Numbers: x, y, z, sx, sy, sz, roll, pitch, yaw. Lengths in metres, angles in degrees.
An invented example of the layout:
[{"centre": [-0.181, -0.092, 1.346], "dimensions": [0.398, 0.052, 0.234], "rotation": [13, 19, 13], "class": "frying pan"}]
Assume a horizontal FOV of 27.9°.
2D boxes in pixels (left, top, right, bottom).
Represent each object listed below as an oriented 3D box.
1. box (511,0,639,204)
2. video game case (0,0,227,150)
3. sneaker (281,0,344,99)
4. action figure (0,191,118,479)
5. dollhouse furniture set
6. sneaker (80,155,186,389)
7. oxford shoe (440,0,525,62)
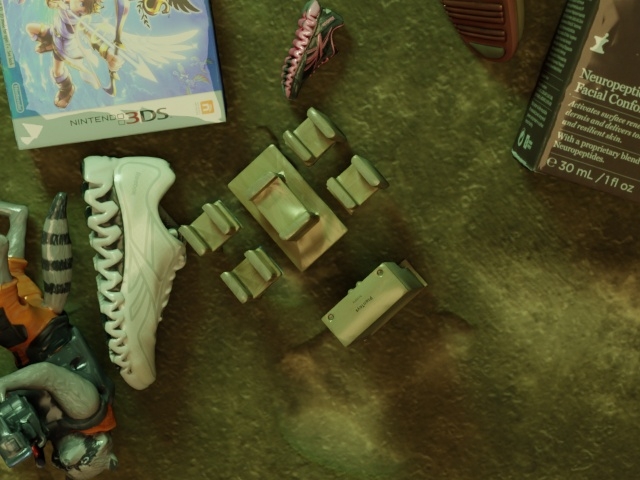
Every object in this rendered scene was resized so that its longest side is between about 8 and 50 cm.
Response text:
[{"centre": [0.380, -0.237, 1.467], "dimensions": [0.191, 0.143, 0.381], "rotation": [17, 102, -7], "class": "box"}, {"centre": [-0.245, -0.252, 1.466], "dimensions": [0.244, 0.061, 0.269], "rotation": [-8, 106, -2], "class": "video game case"}, {"centre": [-0.008, -0.216, 1.501], "dimensions": [0.057, 0.047, 0.119], "rotation": [16, 106, -19], "class": "sneaker"}, {"centre": [-0.309, 0.131, 1.446], "dimensions": [0.178, 0.341, 0.330], "rotation": [-22, 106, -13], "class": "action figure"}, {"centre": [0.000, 0.000, 1.535], "dimensions": [0.212, 0.161, 0.242], "rotation": [-42, 82, 8], "class": "dollhouse furniture set"}, {"centre": [-0.212, 0.039, 1.532], "dimensions": [0.118, 0.110, 0.292], "rotation": [-8, 108, -12], "class": "sneaker"}, {"centre": [0.190, -0.369, 1.429], "dimensions": [0.130, 0.123, 0.348], "rotation": [-35, 126, -30], "class": "oxford shoe"}]
